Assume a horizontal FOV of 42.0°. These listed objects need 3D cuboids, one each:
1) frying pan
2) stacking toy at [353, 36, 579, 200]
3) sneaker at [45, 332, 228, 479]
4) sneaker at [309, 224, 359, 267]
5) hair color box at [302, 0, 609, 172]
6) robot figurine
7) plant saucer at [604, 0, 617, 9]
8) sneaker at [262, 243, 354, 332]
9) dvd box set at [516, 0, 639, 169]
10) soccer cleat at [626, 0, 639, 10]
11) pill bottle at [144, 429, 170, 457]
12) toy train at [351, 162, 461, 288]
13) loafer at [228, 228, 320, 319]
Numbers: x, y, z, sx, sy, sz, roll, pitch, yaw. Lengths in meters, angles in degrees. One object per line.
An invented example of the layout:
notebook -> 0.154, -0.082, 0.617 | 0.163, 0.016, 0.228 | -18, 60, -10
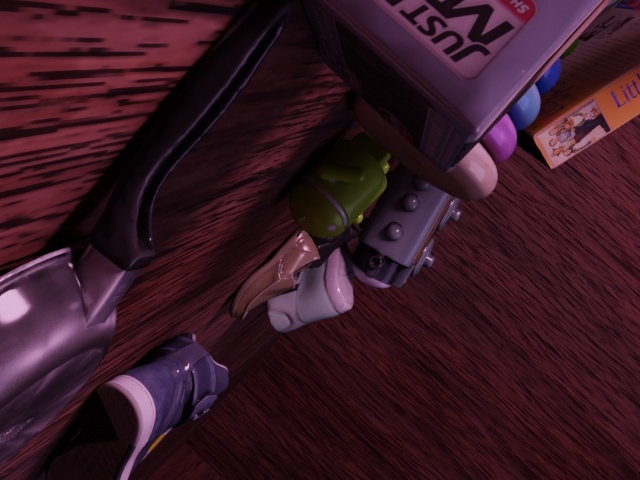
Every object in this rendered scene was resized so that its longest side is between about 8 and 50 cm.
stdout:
frying pan -> -0.124, 0.036, 0.413 | 0.326, 0.053, 0.197 | -43, 175, -14
stacking toy -> 0.176, -0.200, 0.705 | 0.330, 0.141, 0.141 | -53, 175, -1
sneaker -> -0.185, 0.190, 0.868 | 0.226, 0.086, 0.163 | -52, 171, 34
sneaker -> 0.002, 0.002, 1.234 | 0.089, 0.051, 0.170 | -48, 171, 9
hair color box -> 0.157, -0.213, 0.422 | 0.374, 0.113, 0.185 | -47, 176, 3
robot figurine -> 0.017, -0.050, 0.798 | 0.115, 0.067, 0.101 | -45, 165, -17
plant saucer -> 0.451, -0.408, 1.274 | 0.318, 0.043, 0.317 | -22, 170, -4
sneaker -> -0.024, 0.058, 1.354 | 0.151, 0.094, 0.256 | -22, -162, 14
dvd box set -> 0.431, -0.266, 1.126 | 0.421, 0.062, 0.307 | -33, -163, 7
soccer cleat -> 0.255, -0.211, 0.627 | 0.318, 0.108, 0.116 | 4, 166, -29
pill bottle -> -0.195, 0.195, 0.950 | 0.116, 0.065, 0.065 | -47, 175, -1
toy train -> 0.156, -0.070, 1.323 | 0.333, 0.142, 0.190 | -60, 169, 10
loafer -> -0.057, 0.050, 1.067 | 0.148, 0.050, 0.056 | -47, 175, -6
